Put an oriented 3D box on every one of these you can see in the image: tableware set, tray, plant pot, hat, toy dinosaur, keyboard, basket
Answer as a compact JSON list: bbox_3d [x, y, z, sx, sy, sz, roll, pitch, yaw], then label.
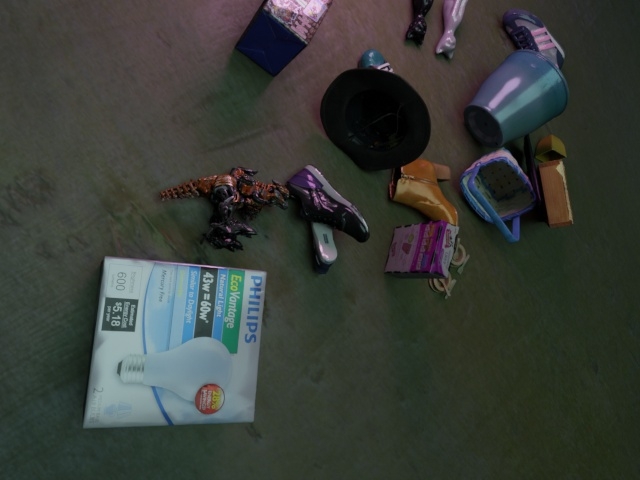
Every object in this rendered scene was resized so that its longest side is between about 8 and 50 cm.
[{"bbox_3d":[0.433,0.089,1.648,0.128,0.039,0.194,40,70,-18],"label":"tableware set"},{"bbox_3d":[0.796,-0.159,1.688,0.411,0.076,0.202,-12,92,-66],"label":"tray"},{"bbox_3d":[0.645,-0.460,1.683,0.255,0.272,0.271,-40,104,-9],"label":"plant pot"},{"bbox_3d":[0.880,-0.353,1.882,0.082,0.081,0.083,21,67,-23],"label":"plant pot"},{"bbox_3d":[0.174,-0.375,1.457,0.331,0.331,0.133,44,42,-17],"label":"hat"},{"bbox_3d":[-0.243,-0.096,1.298,0.323,0.164,0.218,-3,72,-3],"label":"toy dinosaur"},{"bbox_3d":[0.762,-0.209,1.761,0.201,0.033,0.316,49,38,-51],"label":"keyboard"},{"bbox_3d":[0.589,-0.154,1.636,0.254,0.201,0.289,51,36,-13],"label":"basket"}]

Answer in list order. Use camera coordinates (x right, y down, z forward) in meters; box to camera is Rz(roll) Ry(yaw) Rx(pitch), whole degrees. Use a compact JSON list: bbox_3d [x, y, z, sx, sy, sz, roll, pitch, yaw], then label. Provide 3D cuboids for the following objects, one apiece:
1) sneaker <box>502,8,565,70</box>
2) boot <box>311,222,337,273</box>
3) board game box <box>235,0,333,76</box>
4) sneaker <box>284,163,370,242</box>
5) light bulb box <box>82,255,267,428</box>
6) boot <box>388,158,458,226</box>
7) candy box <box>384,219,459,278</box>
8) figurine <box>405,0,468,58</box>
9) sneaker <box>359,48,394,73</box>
[{"bbox_3d":[0.798,-0.729,1.850,0.319,0.112,0.131,31,70,-20],"label":"sneaker"},{"bbox_3d":[0.000,0.000,1.433,0.069,0.086,0.189,5,56,-16],"label":"boot"},{"bbox_3d":[-0.076,-0.639,1.348,0.141,0.232,0.290,33,73,-21],"label":"board game box"},{"bbox_3d":[0.011,-0.077,1.391,0.124,0.107,0.283,-39,73,-17],"label":"sneaker"},{"bbox_3d":[-0.340,0.231,1.156,0.362,0.225,0.357,7,83,-25],"label":"light bulb box"},{"bbox_3d":[0.324,-0.118,1.587,0.212,0.104,0.294,0,81,-21],"label":"boot"},{"bbox_3d":[0.298,0.032,1.478,0.071,0.233,0.159,21,78,-24],"label":"candy box"},{"bbox_3d":[0.394,-0.747,1.676,0.215,0.092,0.209,15,88,-25],"label":"figurine"},{"bbox_3d":[0.228,-0.468,1.545,0.108,0.121,0.302,-31,99,-25],"label":"sneaker"}]
